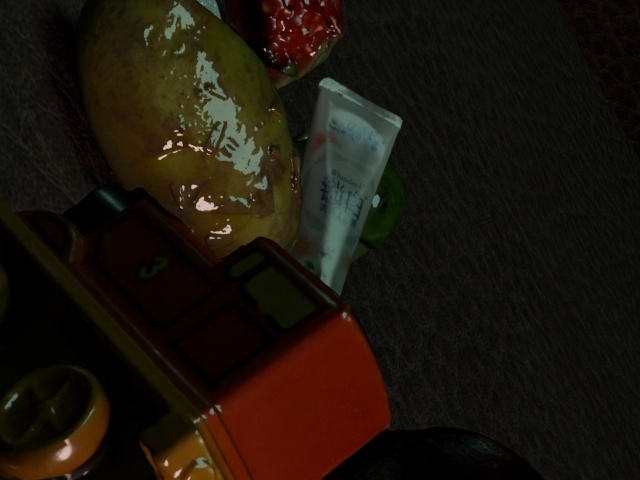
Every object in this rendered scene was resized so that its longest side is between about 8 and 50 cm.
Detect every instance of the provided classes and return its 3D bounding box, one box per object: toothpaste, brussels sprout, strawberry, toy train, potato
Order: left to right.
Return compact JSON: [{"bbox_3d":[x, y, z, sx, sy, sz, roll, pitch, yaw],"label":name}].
[{"bbox_3d":[-0.112,0.086,1.153,0.369,0.232,0.163,40,-22,45],"label":"toy train"},{"bbox_3d":[-0.111,-0.100,1.562,0.298,0.141,0.176,64,36,-21],"label":"potato"},{"bbox_3d":[-0.058,-0.298,1.788,0.233,0.138,0.306,151,-76,-85],"label":"strawberry"},{"bbox_3d":[0.000,0.000,1.717,0.100,0.066,0.323,26,66,-23],"label":"toothpaste"},{"bbox_3d":[0.010,-0.045,1.837,0.183,0.131,0.145,-31,99,-60],"label":"brussels sprout"}]

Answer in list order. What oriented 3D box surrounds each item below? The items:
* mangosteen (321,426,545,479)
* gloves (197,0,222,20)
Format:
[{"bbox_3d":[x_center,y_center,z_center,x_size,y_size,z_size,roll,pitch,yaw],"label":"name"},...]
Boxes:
[{"bbox_3d":[0.062,0.292,1.517,0.297,0.313,0.297,-4,96,-37],"label":"mangosteen"},{"bbox_3d":[-0.097,-0.132,1.700,0.229,0.097,0.119,61,21,-9],"label":"gloves"}]
